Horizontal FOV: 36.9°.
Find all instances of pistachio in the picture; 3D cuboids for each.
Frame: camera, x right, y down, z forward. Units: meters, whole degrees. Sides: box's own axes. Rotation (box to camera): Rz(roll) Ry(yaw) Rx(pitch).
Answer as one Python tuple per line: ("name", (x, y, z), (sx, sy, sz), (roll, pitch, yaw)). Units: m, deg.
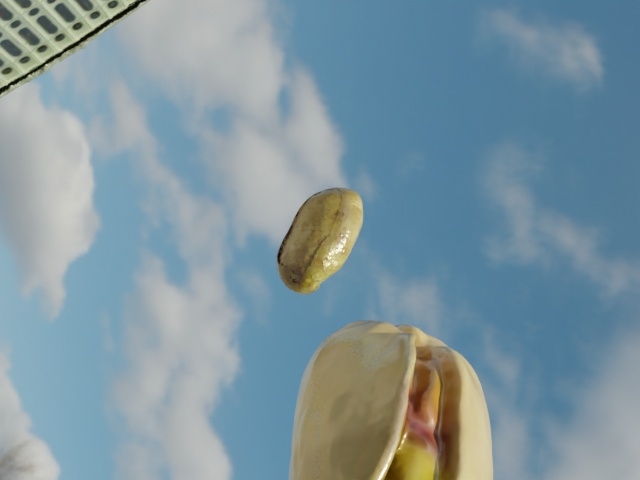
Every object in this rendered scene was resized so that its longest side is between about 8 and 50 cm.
("pistachio", (0.039, 0.134, 0.564), (0.200, 0.117, 0.145), (-86, -158, -51))

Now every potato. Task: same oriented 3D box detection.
("potato", (0.000, 0.000, 1.352), (0.107, 0.080, 0.170), (5, -118, 35))

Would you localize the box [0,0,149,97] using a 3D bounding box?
("box", (-0.235, -0.208, 0.538), (0.166, 0.221, 0.290), (57, 1, 18))
